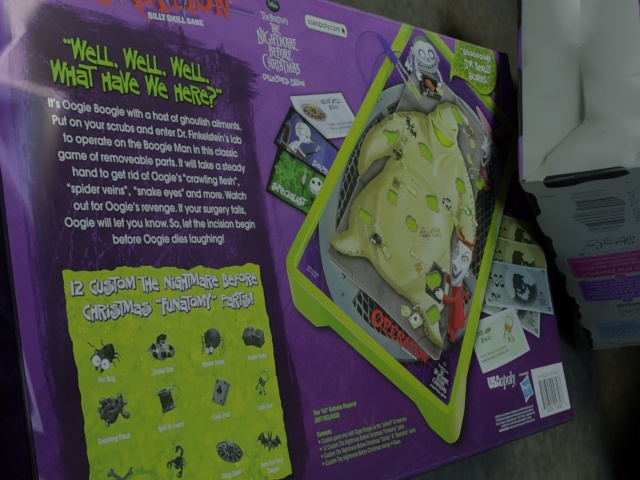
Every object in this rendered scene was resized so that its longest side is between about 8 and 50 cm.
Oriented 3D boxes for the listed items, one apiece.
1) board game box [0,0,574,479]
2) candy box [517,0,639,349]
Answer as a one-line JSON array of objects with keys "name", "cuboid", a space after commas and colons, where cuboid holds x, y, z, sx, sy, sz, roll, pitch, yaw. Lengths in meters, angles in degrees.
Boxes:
[{"name": "board game box", "cuboid": [0.000, 0.000, 0.435, 0.347, 0.056, 0.208, 0, 83, -53]}, {"name": "candy box", "cuboid": [0.172, -0.051, 0.608, 0.196, 0.070, 0.165, 53, 36, -50]}]
